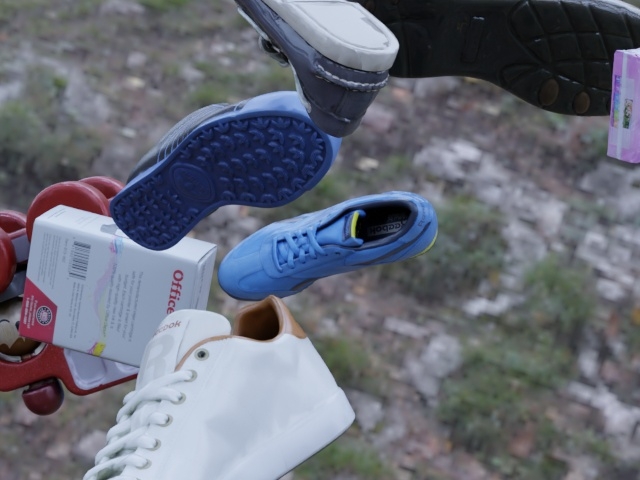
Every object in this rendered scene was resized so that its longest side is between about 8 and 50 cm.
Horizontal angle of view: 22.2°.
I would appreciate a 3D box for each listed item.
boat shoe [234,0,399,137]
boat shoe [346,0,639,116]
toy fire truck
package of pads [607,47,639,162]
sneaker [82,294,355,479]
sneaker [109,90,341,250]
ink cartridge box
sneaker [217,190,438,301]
[{"bbox_3d":[-0.024,-0.131,0.983,0.075,0.065,0.206,0,31,-31],"label":"boat shoe"},{"bbox_3d":[0.171,-0.206,1.479,0.324,0.122,0.120,12,39,-9],"label":"boat shoe"},{"bbox_3d":[-0.314,0.071,1.943,0.302,0.253,0.169,-20,2,7],"label":"toy fire truck"},{"bbox_3d":[0.238,-0.101,1.194,0.050,0.083,0.032,-14,23,-34],"label":"package of pads"},{"bbox_3d":[-0.097,0.118,0.975,0.106,0.123,0.290,-22,6,36],"label":"sneaker"},{"bbox_3d":[-0.059,-0.066,1.141,0.232,0.090,0.081,-20,-61,46],"label":"sneaker"},{"bbox_3d":[-0.203,0.051,1.638,0.175,0.127,0.072,14,17,9],"label":"ink cartridge box"},{"bbox_3d":[0.000,0.000,1.447,0.209,0.069,0.082,-15,-15,12],"label":"sneaker"}]
